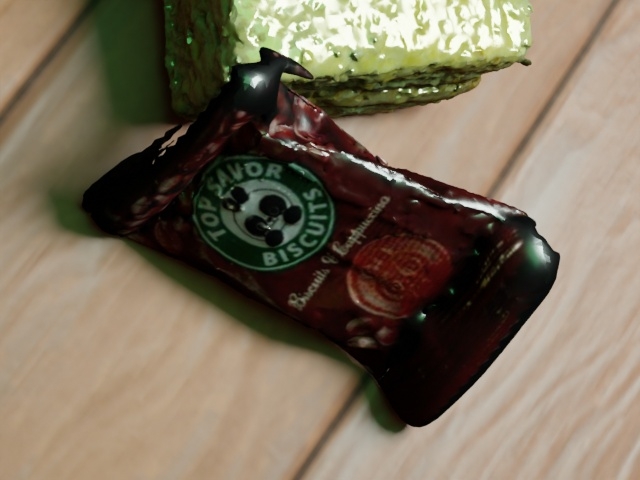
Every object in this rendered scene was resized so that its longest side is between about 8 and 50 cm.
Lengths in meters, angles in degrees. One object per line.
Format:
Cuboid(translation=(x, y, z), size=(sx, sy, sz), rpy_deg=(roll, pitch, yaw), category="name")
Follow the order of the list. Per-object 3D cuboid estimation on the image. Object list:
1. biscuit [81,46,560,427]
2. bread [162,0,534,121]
Cuboid(translation=(0.004, -0.003, 1.018), size=(0.235, 0.151, 0.063), rpy_deg=(30, 32, -20), category="biscuit")
Cuboid(translation=(0.009, -0.140, 1.061), size=(0.196, 0.102, 0.138), rpy_deg=(-9, 87, -28), category="bread")
